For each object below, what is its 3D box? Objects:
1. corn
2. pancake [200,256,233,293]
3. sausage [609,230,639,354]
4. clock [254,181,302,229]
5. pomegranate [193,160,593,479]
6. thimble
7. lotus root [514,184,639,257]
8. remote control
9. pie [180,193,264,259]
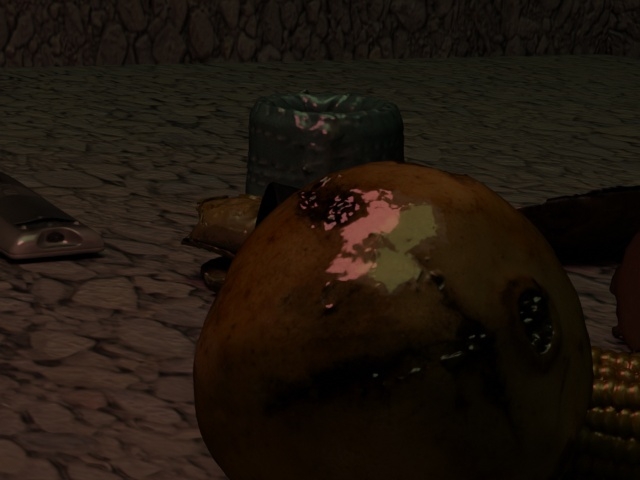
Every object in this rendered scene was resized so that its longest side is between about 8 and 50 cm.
[{"bbox_3d":[0.249,0.134,1.230,0.318,0.115,0.115,6,13,17],"label":"corn"},{"bbox_3d":[-0.029,0.039,1.789,0.199,0.021,0.199,2,13,-1],"label":"pancake"},{"bbox_3d":[0.440,0.044,1.619,0.317,0.117,0.125,0,-27,-10],"label":"sausage"},{"bbox_3d":[-0.034,0.045,1.397,0.040,0.184,0.184,8,12,-9],"label":"clock"},{"bbox_3d":[0.051,0.076,1.133,0.260,0.260,0.260,2,13,-1],"label":"pomegranate"},{"bbox_3d":[0.006,-0.106,2.171,0.198,0.143,0.235,4,14,8],"label":"thimble"},{"bbox_3d":[0.317,-0.014,1.994,0.329,0.078,0.167,-6,-8,-28],"label":"lotus root"},{"bbox_3d":[-0.354,-0.037,1.986,0.109,0.055,0.313,-5,15,-29],"label":"remote control"},{"bbox_3d":[0.000,0.000,1.773,0.282,0.068,0.128,12,18,22],"label":"pie"}]
